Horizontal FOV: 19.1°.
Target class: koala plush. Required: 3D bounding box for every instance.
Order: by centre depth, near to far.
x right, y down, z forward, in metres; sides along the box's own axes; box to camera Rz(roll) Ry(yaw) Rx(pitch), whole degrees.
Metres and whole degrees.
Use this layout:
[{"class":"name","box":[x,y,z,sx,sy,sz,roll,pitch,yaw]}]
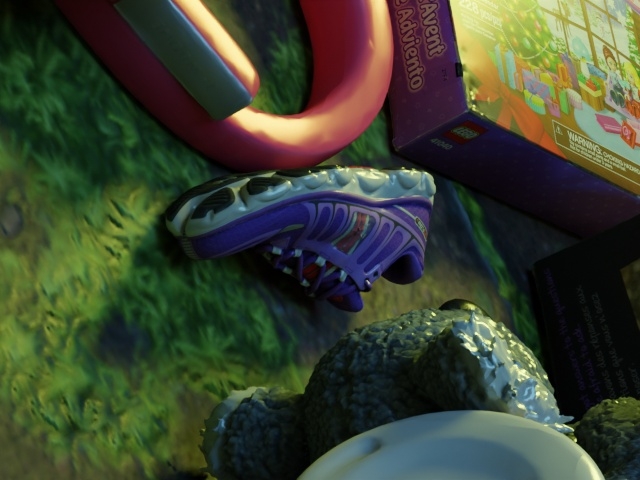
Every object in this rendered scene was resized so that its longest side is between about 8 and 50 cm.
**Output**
[{"class":"koala plush","box":[0.075,0.107,0.830,0.221,0.196,0.203,38,51,-38]}]

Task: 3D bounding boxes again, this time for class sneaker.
[{"class":"sneaker","box":[0.000,0.000,0.909,0.170,0.068,0.071,-1,88,-47]}]

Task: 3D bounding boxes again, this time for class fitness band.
[{"class":"fitness band","box":[-0.068,-0.163,0.941,0.291,0.054,0.209,52,33,-18]}]

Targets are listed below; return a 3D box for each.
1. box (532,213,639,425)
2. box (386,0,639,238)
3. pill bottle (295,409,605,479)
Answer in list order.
[{"class":"box","box":[0.280,0.044,1.062,0.165,0.270,0.143,22,51,-45]},{"class":"box","box":[0.142,-0.110,1.175,0.293,0.057,0.201,21,51,-45]},{"class":"pill bottle","box":[0.060,0.186,0.720,0.124,0.124,0.221,-56,142,-53]}]
